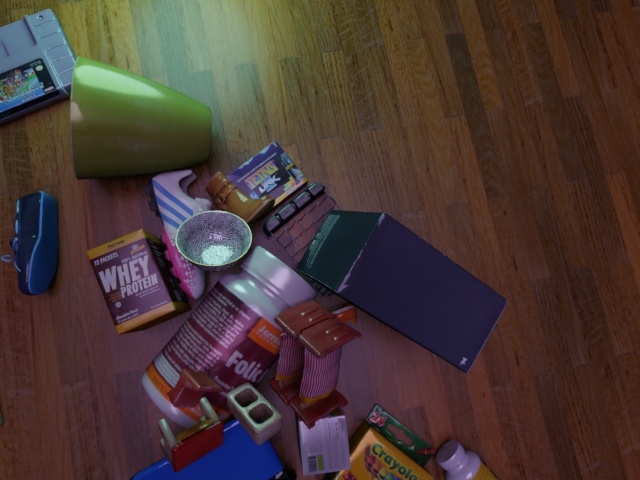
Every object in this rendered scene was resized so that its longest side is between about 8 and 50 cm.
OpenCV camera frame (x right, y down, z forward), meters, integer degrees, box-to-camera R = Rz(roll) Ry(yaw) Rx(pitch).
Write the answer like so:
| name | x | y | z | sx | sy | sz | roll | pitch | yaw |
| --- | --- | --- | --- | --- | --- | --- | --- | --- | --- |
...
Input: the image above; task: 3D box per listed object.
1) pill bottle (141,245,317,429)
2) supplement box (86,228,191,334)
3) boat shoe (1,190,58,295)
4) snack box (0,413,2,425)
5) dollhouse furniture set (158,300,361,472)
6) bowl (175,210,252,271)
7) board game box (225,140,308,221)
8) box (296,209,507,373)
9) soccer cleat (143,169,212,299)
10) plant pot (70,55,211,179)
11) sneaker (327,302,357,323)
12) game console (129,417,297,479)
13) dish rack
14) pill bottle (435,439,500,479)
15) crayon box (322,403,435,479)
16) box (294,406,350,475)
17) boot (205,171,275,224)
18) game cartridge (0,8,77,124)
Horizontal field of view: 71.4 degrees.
| name | x | y | z | sx | sy | sz | roll | pitch | yaw |
| --- | --- | --- | --- | --- | --- | --- | --- | --- | --- |
| pill bottle | -0.197 | 0.221 | 1.031 | 0.224 | 0.224 | 0.392 | 38 | 81 | 1 |
| supplement box | -0.415 | 0.099 | 1.042 | 0.128 | 0.191 | 0.194 | -23 | 84 | -9 |
| boat shoe | -0.702 | 0.011 | 1.086 | 0.088 | 0.109 | 0.259 | -6 | 66 | 1 |
| snack box | -0.832 | 0.405 | 1.036 | 0.141 | 0.037 | 0.101 | -15 | 85 | -7 |
| dollhouse furniture set | -0.111 | 0.289 | 0.865 | 0.373 | 0.152 | 0.202 | -19 | 127 | -39 |
| bowl | -0.246 | 0.017 | 1.040 | 0.169 | 0.080 | 0.170 | 5 | 48 | -5 |
| board game box | -0.141 | -0.157 | 1.178 | 0.170 | 0.048 | 0.141 | -39 | 89 | -9 |
| box | 0.162 | 0.096 | 0.994 | 0.343 | 0.312 | 0.179 | 33 | 86 | -18 |
| soccer cleat | -0.324 | -0.024 | 1.107 | 0.143 | 0.116 | 0.332 | -20 | 84 | -9 |
| plant pot | -0.422 | -0.275 | 1.081 | 0.293 | 0.274 | 0.275 | 2 | 82 | -22 |
| sneaker | 0.011 | 0.214 | 1.136 | 0.174 | 0.064 | 0.068 | -15 | 94 | -5 |
| game console | -0.224 | 0.536 | 0.996 | 0.292 | 0.250 | 0.174 | -26 | 67 | -8 |
| dish rack | 0.000 | 0.000 | 1.161 | 0.208 | 0.074 | 0.272 | -39 | 89 | -8 |
| pill bottle | 0.374 | 0.589 | 1.097 | 0.103 | 0.103 | 0.184 | -41 | 88 | -9 |
| crayon box | 0.127 | 0.595 | 1.083 | 0.202 | 0.081 | 0.319 | 37 | 80 | 1 |
| box | -0.002 | 0.441 | 1.029 | 0.103 | 0.203 | 0.114 | -5 | 82 | -7 |
| boot | -0.208 | -0.107 | 1.101 | 0.073 | 0.197 | 0.153 | -30 | 90 | -50 |
| game cartridge | -0.813 | -0.429 | 1.146 | 0.354 | 0.068 | 0.230 | -27 | 81 | -9 |
